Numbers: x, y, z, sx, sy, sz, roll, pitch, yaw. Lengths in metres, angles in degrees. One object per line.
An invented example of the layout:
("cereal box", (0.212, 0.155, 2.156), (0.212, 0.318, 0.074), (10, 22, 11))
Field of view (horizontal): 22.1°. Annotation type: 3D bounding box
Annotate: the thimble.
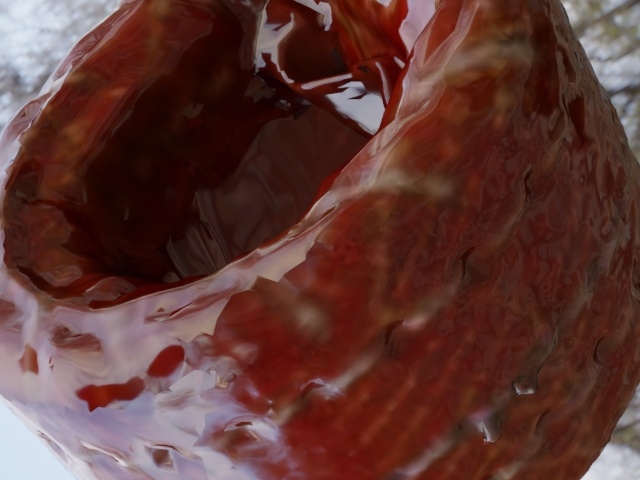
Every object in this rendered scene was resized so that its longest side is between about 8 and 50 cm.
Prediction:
("thimble", (0.000, 0.000, 0.828), (0.230, 0.350, 0.350), (51, -149, -37))
